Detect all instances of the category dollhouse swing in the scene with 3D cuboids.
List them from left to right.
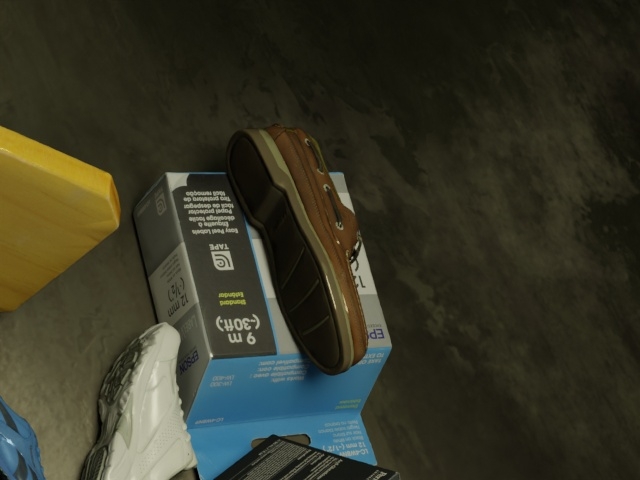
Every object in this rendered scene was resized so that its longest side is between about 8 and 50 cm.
[{"bbox_3d":[-0.402,-0.127,1.500,0.305,0.347,0.315,9,59,-40],"label":"dollhouse swing"}]

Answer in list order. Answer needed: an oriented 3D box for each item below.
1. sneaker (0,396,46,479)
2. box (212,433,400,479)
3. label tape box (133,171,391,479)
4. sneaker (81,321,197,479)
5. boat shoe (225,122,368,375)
[{"bbox_3d":[-0.306,0.231,1.529,0.082,0.069,0.209,-29,81,-44],"label":"sneaker"},{"bbox_3d":[-0.058,0.324,1.549,0.261,0.184,0.103,-33,120,-40],"label":"box"},{"bbox_3d":[-0.054,0.094,1.743,0.249,0.115,0.348,-1,63,-33],"label":"label tape box"},{"bbox_3d":[-0.182,0.204,1.624,0.115,0.090,0.232,28,61,-25],"label":"sneaker"},{"bbox_3d":[0.000,0.000,1.685,0.104,0.111,0.307,-9,69,-35],"label":"boat shoe"}]
